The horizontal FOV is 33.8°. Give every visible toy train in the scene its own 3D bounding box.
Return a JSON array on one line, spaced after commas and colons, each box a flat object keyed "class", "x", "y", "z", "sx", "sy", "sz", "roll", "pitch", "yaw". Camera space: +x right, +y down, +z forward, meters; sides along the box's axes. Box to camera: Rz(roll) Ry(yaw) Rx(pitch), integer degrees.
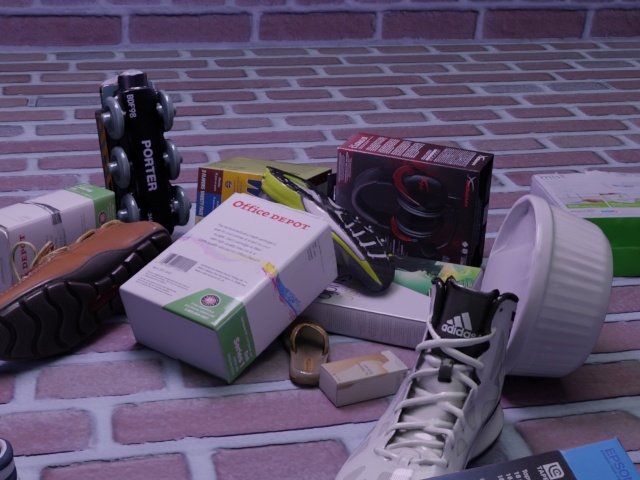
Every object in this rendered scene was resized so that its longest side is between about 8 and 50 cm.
[{"class": "toy train", "x": -0.339, "y": -0.144, "z": 1.930, "sx": 0.142, "sy": 0.334, "sz": 0.190, "roll": -14, "pitch": 13, "yaw": -28}]

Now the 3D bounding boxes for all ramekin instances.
[{"class": "ramekin", "x": 0.328, "y": 0.077, "z": 1.548, "sx": 0.127, "sy": 0.273, "sz": 0.273, "roll": 13, "pitch": 23, "yaw": -4}]

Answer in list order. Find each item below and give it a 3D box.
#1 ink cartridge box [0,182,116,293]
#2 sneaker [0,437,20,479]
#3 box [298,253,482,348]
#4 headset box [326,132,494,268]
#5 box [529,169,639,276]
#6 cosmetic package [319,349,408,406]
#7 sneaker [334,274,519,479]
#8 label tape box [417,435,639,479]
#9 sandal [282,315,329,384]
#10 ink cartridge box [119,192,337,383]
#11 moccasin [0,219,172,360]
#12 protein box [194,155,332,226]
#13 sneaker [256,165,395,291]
[{"class": "ink cartridge box", "x": -0.447, "y": 0.012, "z": 1.743, "sx": 0.092, "sy": 0.160, "sz": 0.219, "roll": 19, "pitch": 28, "yaw": 36}, {"class": "sneaker", "x": -0.448, "y": 0.291, "z": 1.102, "sx": 0.282, "sy": 0.153, "sz": 0.099, "roll": -13, "pitch": 27, "yaw": -31}, {"class": "box", "x": 0.089, "y": 0.087, "z": 1.747, "sx": 0.321, "sy": 0.059, "sz": 0.232, "roll": 10, "pitch": 25, "yaw": 17}, {"class": "headset box", "x": 0.150, "y": -0.064, "z": 1.899, "sx": 0.293, "sy": 0.218, "sz": 0.110, "roll": 12, "pitch": 25, "yaw": 19}, {"class": "box", "x": 0.549, "y": -0.036, "z": 1.986, "sx": 0.261, "sy": 0.127, "sz": 0.231, "roll": -2, "pitch": 23, "yaw": -8}, {"class": "cosmetic package", "x": 0.061, "y": 0.197, "z": 1.508, "sx": 0.115, "sy": 0.041, "sz": 0.060, "roll": -9, "pitch": 26, "yaw": -25}, {"class": "sneaker", "x": 0.121, "y": 0.188, "z": 1.262, "sx": 0.169, "sy": 0.258, "sz": 0.447, "roll": 11, "pitch": 25, "yaw": 20}, {"class": "label tape box", "x": 0.189, "y": 0.342, "z": 1.017, "sx": 0.333, "sy": 0.106, "sz": 0.241, "roll": -7, "pitch": 45, "yaw": -19}, {"class": "sandal", "x": -0.020, "y": 0.155, "z": 1.587, "sx": 0.072, "sy": 0.049, "sz": 0.180, "roll": 1, "pitch": 23, "yaw": -4}, {"class": "ink cartridge box", "x": -0.134, "y": 0.063, "z": 1.618, "sx": 0.201, "sy": 0.117, "sz": 0.278, "roll": 18, "pitch": 45, "yaw": 33}, {"class": "moccasin", "x": -0.396, "y": 0.064, "z": 1.634, "sx": 0.146, "sy": 0.139, "sz": 0.380, "roll": 13, "pitch": 36, "yaw": 29}, {"class": "protein box", "x": -0.103, "y": -0.070, "z": 1.949, "sx": 0.199, "sy": 0.136, "sz": 0.201, "roll": 8, "pitch": 12, "yaw": 13}, {"class": "sneaker", "x": 0.000, "y": 0.000, "z": 1.753, "sx": 0.300, "sy": 0.121, "sz": 0.111, "roll": 40, "pitch": 22, "yaw": 29}]
